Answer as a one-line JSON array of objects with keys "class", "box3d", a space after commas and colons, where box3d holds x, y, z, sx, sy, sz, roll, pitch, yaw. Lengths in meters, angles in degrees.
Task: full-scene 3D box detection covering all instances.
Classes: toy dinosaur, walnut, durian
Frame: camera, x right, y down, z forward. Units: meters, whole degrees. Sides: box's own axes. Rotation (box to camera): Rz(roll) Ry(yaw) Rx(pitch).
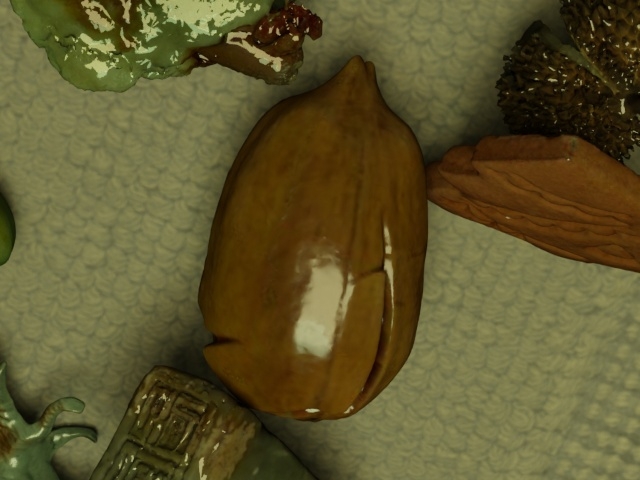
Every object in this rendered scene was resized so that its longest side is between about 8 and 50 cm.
[{"class": "toy dinosaur", "box3d": [-0.237, 0.282, 1.917, 0.205, 0.092, 0.393, 0, 111, -4]}, {"class": "walnut", "box3d": [0.000, 0.000, 1.771, 0.209, 0.209, 0.336, 10, 98, -6]}, {"class": "durian", "box3d": [0.252, -0.135, 1.729, 0.167, 0.196, 0.196, 34, 105, -19]}]

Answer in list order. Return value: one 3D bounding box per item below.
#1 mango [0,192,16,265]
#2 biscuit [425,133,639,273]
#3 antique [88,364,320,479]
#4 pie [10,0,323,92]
[{"class": "mango", "box3d": [-0.370, -0.023, 1.800, 0.195, 0.092, 0.130, 20, 107, -14]}, {"class": "biscuit", "box3d": [0.210, -0.030, 1.721, 0.284, 0.306, 0.043, 18, 79, 12]}, {"class": "antique", "box3d": [-0.074, 0.240, 1.833, 0.284, 0.125, 0.150, 40, 76, -48]}, {"class": "pie", "box3d": [-0.140, -0.258, 1.729, 0.274, 0.105, 0.257, -3, 95, -4]}]
